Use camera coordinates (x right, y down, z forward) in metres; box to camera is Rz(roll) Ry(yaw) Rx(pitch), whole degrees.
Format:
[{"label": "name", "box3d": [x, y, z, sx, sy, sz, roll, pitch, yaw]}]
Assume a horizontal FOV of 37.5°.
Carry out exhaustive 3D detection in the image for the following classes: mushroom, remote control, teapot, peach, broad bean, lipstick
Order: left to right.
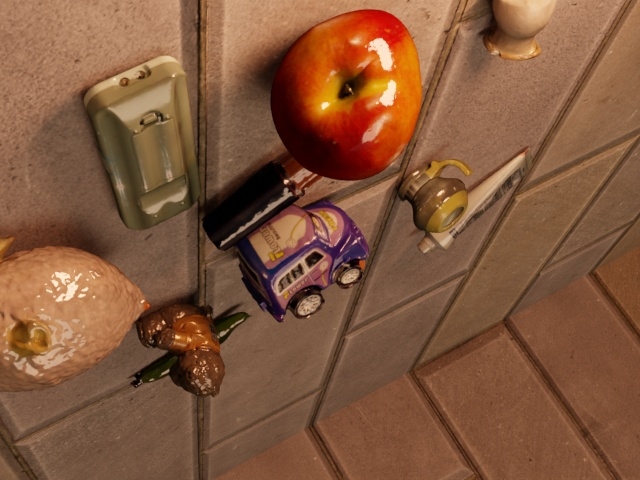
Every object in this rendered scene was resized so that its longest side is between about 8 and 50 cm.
[{"label": "remote control", "box3d": [-0.225, -0.113, 1.257, 0.128, 0.066, 0.335, -30, 160, -15]}, {"label": "broad bean", "box3d": [-0.273, 0.233, 2.014, 0.297, 0.043, 0.060, -33, 150, 6]}, {"label": "lipstick", "box3d": [-0.014, -0.131, 1.513, 0.418, 0.077, 0.077, -38, 159, 9]}, {"label": "peach", "box3d": [0.038, -0.197, 1.270, 0.243, 0.199, 0.244, 21, 90, -88]}, {"label": "teapot", "box3d": [0.236, -0.097, 1.892, 0.130, 0.119, 0.166, -13, 144, -53]}, {"label": "mushroom", "box3d": [0.311, -0.351, 1.466, 0.097, 0.088, 0.212, -20, 164, -7]}]

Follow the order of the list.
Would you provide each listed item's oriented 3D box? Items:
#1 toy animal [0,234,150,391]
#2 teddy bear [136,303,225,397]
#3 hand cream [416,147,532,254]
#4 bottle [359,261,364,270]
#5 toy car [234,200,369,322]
[{"label": "toy animal", "box3d": [-0.396, 0.109, 1.343, 0.358, 0.188, 0.226, -15, 157, -41]}, {"label": "teddy bear", "box3d": [-0.245, 0.209, 1.791, 0.140, 0.190, 0.177, -28, 155, 7]}, {"label": "hand cream", "box3d": [0.359, -0.089, 2.195, 0.340, 0.078, 0.124, -42, 159, 2]}, {"label": "bottle", "box3d": [0.035, 0.034, 1.977, 0.069, 0.069, 0.187, -36, 158, 9]}, {"label": "toy car", "box3d": [-0.038, 0.017, 1.705, 0.235, 0.172, 0.158, -34, 146, -8]}]
